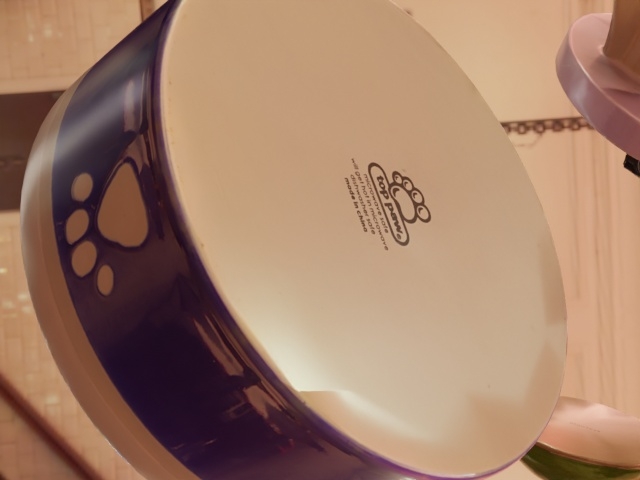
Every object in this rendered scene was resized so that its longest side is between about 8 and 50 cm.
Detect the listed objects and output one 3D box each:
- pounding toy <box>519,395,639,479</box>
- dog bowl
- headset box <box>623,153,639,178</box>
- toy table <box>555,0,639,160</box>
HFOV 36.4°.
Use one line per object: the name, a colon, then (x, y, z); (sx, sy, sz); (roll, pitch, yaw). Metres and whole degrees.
pounding toy: (0.296, 0.261, 1.053); (0.237, 0.183, 0.110); (24, -70, 49)
dog bowl: (0.000, 0.000, 0.472); (0.104, 0.265, 0.264); (-30, -125, 39)
headset box: (0.491, -0.098, 0.987); (0.283, 0.246, 0.131); (47, -31, 38)
toy table: (0.302, -0.179, 0.787); (0.274, 0.252, 0.161); (-87, -164, -55)
